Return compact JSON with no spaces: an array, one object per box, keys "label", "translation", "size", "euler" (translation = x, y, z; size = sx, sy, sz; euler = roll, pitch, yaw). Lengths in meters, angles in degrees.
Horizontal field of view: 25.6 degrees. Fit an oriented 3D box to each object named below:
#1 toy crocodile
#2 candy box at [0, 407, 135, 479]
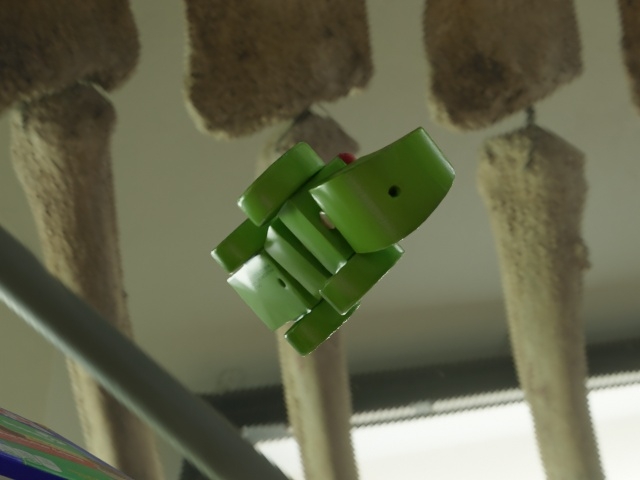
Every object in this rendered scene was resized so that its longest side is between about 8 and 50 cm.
[{"label":"toy crocodile","translation":[0.000,0.000,1.063],"size":[0.105,0.115,0.340],"euler":[-42,-3,-21]},{"label":"candy box","translation":[-0.301,0.226,1.293],"size":[0.268,0.317,0.122],"euler":[30,-100,-41]}]
